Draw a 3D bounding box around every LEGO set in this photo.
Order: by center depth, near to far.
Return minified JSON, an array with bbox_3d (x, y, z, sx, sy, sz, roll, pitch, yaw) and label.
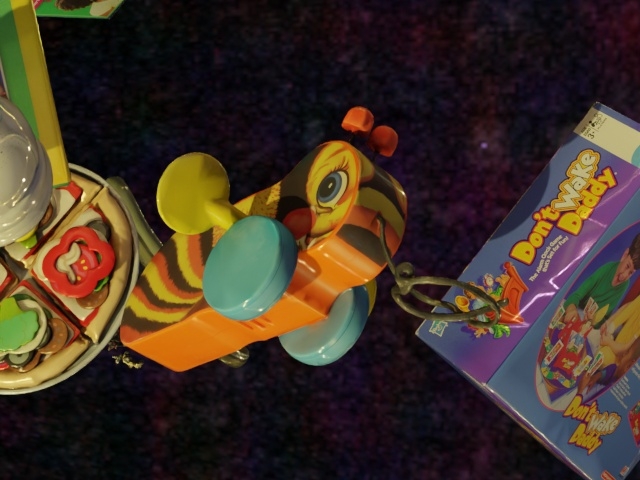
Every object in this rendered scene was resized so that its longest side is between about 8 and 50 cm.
[{"bbox_3d":[-0.194,0.092,1.182,0.054,0.083,0.023,31,107,-28],"label":"LEGO set"}]

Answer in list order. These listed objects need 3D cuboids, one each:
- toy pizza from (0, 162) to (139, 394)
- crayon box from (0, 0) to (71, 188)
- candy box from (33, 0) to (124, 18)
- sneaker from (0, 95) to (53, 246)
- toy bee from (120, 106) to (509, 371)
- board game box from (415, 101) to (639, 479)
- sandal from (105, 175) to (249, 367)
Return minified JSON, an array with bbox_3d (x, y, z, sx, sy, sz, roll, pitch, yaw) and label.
[{"bbox_3d":[-0.244,0.024,1.040,0.032,0.201,0.201,52,52,-65],"label":"toy pizza"},{"bbox_3d":[-0.218,-0.141,0.555,0.165,0.081,0.278,-13,122,-13],"label":"crayon box"},{"bbox_3d":[-0.352,-0.357,1.275,0.317,0.122,0.268,-14,66,-54],"label":"candy box"},{"bbox_3d":[-0.217,-0.024,0.495,0.094,0.212,0.080,82,-9,-67],"label":"sneaker"},{"bbox_3d":[0.000,0.000,0.863,0.195,0.298,0.162,55,41,-53],"label":"toy bee"},{"bbox_3d":[0.245,0.068,1.107,0.233,0.078,0.347,-51,143,-3],"label":"board game box"},{"bbox_3d":[-0.149,0.037,1.465,0.086,0.120,0.303,-38,130,-12],"label":"sandal"}]
